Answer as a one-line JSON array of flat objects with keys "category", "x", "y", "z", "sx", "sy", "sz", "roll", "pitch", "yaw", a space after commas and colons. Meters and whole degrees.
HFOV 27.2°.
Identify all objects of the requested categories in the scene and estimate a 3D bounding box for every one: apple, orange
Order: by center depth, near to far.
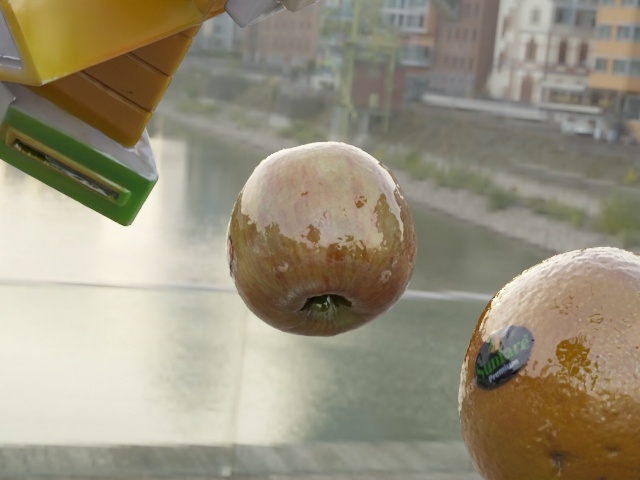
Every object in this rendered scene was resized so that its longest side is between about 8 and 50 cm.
[{"category": "orange", "x": 0.193, "y": 0.107, "z": 0.928, "sx": 0.206, "sy": 0.206, "sz": 0.206, "roll": 5, "pitch": 8, "yaw": -1}, {"category": "apple", "x": 0.000, "y": 0.000, "z": 1.447, "sx": 0.211, "sy": 0.188, "sz": 0.211, "roll": -8, "pitch": -31, "yaw": -5}]

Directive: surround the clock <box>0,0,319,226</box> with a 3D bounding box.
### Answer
[{"category": "clock", "x": -0.129, "y": -0.166, "z": 0.499, "sx": 0.309, "sy": 0.235, "sz": 0.166, "roll": 48, "pitch": 48, "yaw": 9}]
